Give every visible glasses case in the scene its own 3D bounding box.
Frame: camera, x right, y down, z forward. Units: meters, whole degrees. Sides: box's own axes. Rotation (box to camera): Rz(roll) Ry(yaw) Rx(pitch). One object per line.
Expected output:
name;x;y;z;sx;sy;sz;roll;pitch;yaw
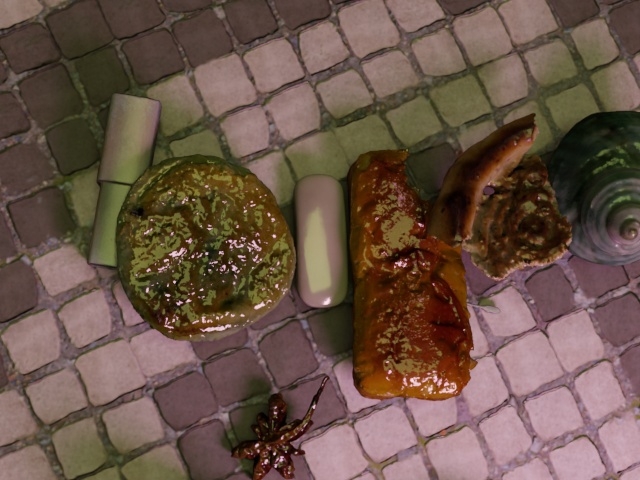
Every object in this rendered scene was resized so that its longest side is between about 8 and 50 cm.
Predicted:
glasses case;0.000;0.000;1.782;0.081;0.051;0.204;1;80;-9

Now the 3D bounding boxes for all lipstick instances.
lipstick;-0.290;-0.083;1.745;0.077;0.079;0.253;9;83;-8

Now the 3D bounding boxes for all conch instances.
conch;0.439;-0.067;1.788;0.195;0.277;0.220;38;116;-15

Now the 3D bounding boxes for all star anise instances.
star anise;-0.048;0.269;1.713;0.097;0.070;0.191;34;89;10

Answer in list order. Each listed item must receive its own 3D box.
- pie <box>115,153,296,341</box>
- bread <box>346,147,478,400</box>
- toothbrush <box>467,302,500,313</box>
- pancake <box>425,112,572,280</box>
pie;-0.164;0.010;1.716;0.277;0.078;0.277;-1;94;-23
bread;0.133;0.048;1.755;0.185;0.109;0.380;0;73;-6
toothbrush;0.193;0.091;1.813;0.167;0.014;0.011;12;76;-4
pancake;0.251;-0.062;1.739;0.212;0.056;0.257;-8;61;-8
